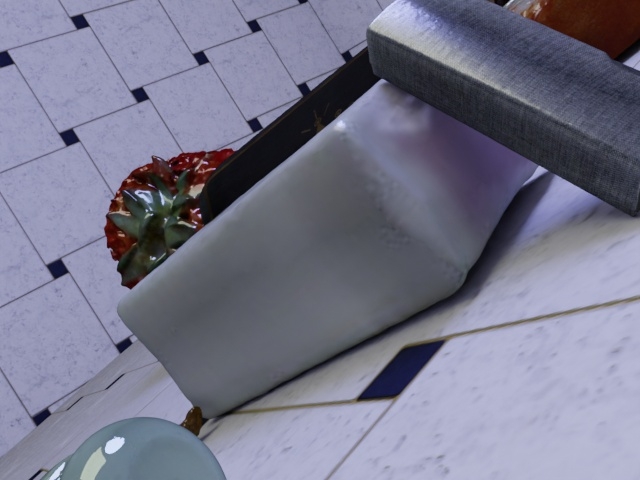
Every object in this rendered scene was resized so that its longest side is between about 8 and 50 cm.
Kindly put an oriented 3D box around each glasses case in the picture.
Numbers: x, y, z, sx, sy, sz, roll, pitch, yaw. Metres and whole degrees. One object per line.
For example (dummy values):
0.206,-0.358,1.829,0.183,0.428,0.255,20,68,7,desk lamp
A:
0.122,-0.096,0.455,0.071,0.205,0.047,-40,-37,-16,glasses case

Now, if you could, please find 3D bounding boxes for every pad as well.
0.023,-0.079,0.923,0.375,0.063,0.315,-42,-19,-20,pad

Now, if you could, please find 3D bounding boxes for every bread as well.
0.282,-0.259,0.923,0.328,0.114,0.295,-38,10,36,bread

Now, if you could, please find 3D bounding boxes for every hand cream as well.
-0.174,0.202,0.443,0.306,0.093,0.147,-38,4,30,hand cream

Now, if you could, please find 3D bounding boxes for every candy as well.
0.000,-0.003,0.645,0.359,0.145,0.208,-35,7,42,candy

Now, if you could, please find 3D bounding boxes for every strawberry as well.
-0.145,-0.006,1.219,0.312,0.267,0.351,-8,-12,23,strawberry

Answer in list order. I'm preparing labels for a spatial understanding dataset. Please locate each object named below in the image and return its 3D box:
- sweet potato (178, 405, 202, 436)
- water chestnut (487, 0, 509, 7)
-0.188,0.214,0.649,0.214,0.050,0.050,-34,5,-11,sweet potato
0.319,-0.377,1.154,0.223,0.238,0.223,-46,-34,-43,water chestnut
